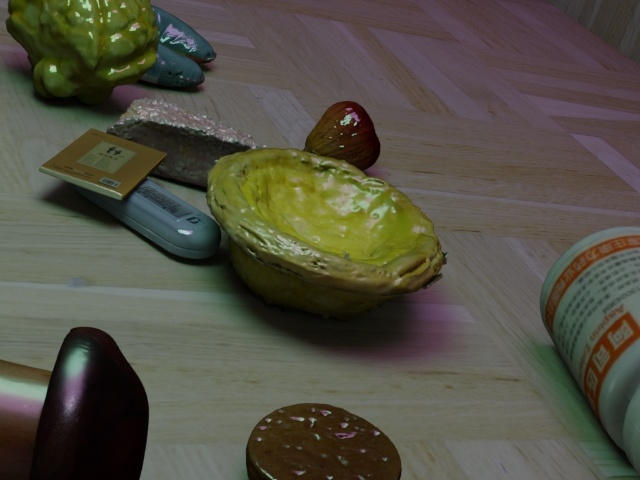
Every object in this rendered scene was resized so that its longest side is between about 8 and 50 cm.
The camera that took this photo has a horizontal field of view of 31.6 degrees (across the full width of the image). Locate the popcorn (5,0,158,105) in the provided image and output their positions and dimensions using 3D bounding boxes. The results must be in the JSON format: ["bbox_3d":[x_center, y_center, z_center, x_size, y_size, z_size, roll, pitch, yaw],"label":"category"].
[{"bbox_3d":[-0.368,-0.336,1.764,0.256,0.255,0.195,31,29,9],"label":"popcorn"}]

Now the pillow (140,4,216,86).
[{"bbox_3d":[-0.295,-0.347,2.021,0.214,0.086,0.233,21,27,-8],"label":"pillow"}]

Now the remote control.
[{"bbox_3d":[-0.233,-0.047,1.516,0.244,0.047,0.087,30,31,26],"label":"remote control"}]

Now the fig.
[{"bbox_3d":[0.027,-0.169,1.852,0.153,0.119,0.119,-8,37,-41],"label":"fig"}]

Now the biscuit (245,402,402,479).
[{"bbox_3d":[0.025,0.296,0.999,0.283,0.064,0.432,2,28,-14],"label":"biscuit"}]

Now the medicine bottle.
[{"bbox_3d":[0.422,0.155,1.384,0.211,0.211,0.371,11,27,-16],"label":"medicine bottle"}]

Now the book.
[{"bbox_3d":[-0.290,-0.105,1.529,0.118,0.012,0.172,20,25,5],"label":"book"}]

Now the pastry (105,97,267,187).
[{"bbox_3d":[-0.178,-0.132,1.655,0.265,0.102,0.112,22,33,0],"label":"pastry"}]

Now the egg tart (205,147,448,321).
[{"bbox_3d":[0.000,0.000,1.483,0.345,0.132,0.345,15,27,-8],"label":"egg tart"}]

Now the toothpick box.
[{"bbox_3d":[-0.292,0.151,0.940,0.294,0.192,0.192,11,27,-5],"label":"toothpick box"}]
